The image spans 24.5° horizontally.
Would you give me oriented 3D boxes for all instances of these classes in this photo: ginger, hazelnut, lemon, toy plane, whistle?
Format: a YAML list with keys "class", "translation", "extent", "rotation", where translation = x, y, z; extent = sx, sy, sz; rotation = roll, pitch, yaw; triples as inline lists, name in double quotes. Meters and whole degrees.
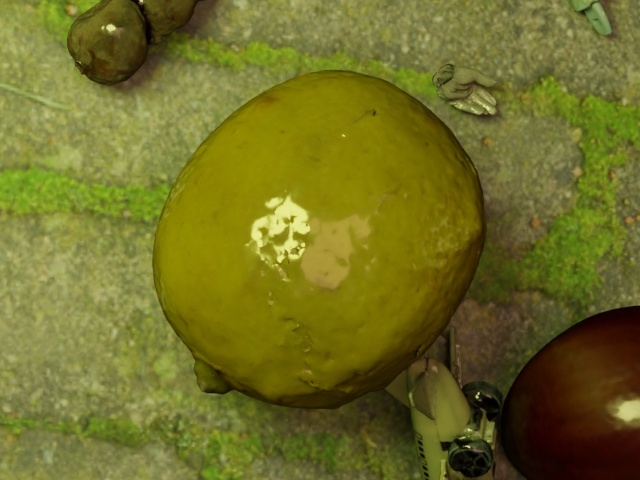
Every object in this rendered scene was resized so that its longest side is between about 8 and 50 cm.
- class: "ginger"
  translation: [-0.132, -0.215, 1.230]
  extent: [0.204, 0.080, 0.104]
  rotation: [-45, 108, -15]
- class: "hazelnut"
  translation: [0.261, 0.164, 1.315]
  extent: [0.208, 0.208, 0.208]
  rotation: [0, 90, -18]
- class: "lemon"
  translation: [0.001, -0.002, 1.186]
  extent: [0.284, 0.260, 0.260]
  rotation: [-26, 97, -14]
- class: "toy plane"
  translation: [0.119, 0.186, 1.279]
  extent: [0.092, 0.229, 0.244]
  rotation: [-12, 123, 21]
- class: "whistle"
  translation: [0.245, -0.237, 1.376]
  extent: [0.035, 0.035, 0.100]
  rotation: [-32, 100, -16]

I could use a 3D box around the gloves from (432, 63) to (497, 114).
- class: "gloves"
  translation: [0.131, -0.140, 1.336]
  extent: [0.081, 0.037, 0.044]
  rotation: [38, 105, -24]
